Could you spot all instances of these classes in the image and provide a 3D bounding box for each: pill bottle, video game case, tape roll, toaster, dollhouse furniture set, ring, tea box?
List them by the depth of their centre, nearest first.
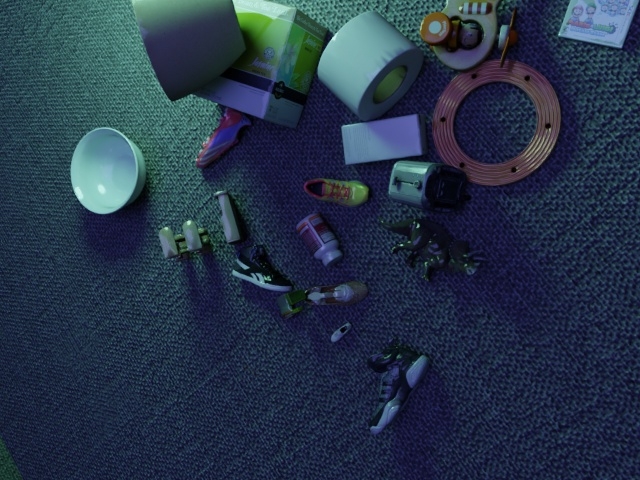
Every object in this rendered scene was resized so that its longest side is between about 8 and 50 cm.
[{"bbox_3d":[0.698,-0.565,1.586,0.157,0.019,0.143,21,100,24],"label":"video game case"},{"bbox_3d":[0.467,-0.313,1.697,0.337,0.032,0.336,0,90,26],"label":"ring"},{"bbox_3d":[0.288,-0.146,1.699,0.146,0.227,0.129,17,101,42],"label":"toaster"},{"bbox_3d":[0.136,-0.473,1.732,0.169,0.246,0.246,47,109,16],"label":"tape roll"},{"bbox_3d":[0.000,0.000,1.894,0.086,0.086,0.152,-39,75,21],"label":"pill bottle"},{"bbox_3d":[-0.205,-0.548,1.906,0.329,0.220,0.323,24,102,23],"label":"tea box"},{"bbox_3d":[-0.105,0.196,1.931,0.152,0.059,0.076,-35,77,52],"label":"dollhouse furniture set"},{"bbox_3d":[-0.386,-0.043,2.016,0.242,0.212,0.160,-16,85,-2],"label":"dollhouse furniture set"}]

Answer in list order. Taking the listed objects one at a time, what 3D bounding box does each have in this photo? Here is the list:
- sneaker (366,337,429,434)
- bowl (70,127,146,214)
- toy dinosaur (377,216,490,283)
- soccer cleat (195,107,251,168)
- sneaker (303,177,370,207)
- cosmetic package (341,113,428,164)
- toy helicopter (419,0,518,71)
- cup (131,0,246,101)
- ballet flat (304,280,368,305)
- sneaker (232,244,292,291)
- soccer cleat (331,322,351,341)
[{"bbox_3d":[0.186,0.410,1.812,0.153,0.101,0.268,34,99,21],"label":"sneaker"},{"bbox_3d":[-0.709,-0.235,2.200,0.298,0.134,0.297,0,91,25],"label":"bowl"},{"bbox_3d":[0.300,0.016,1.755,0.313,0.121,0.160,42,96,23],"label":"toy dinosaur"},{"bbox_3d":[-0.319,-0.316,2.047,0.095,0.083,0.248,30,118,-17],"label":"soccer cleat"},{"bbox_3d":[0.042,-0.142,1.867,0.209,0.094,0.081,6,92,24],"label":"sneaker"},{"bbox_3d":[0.182,-0.285,1.799,0.231,0.085,0.117,-3,98,24],"label":"cosmetic package"},{"bbox_3d":[0.442,-0.600,1.646,0.235,0.140,0.355,38,104,18],"label":"toy helicopter"},{"bbox_3d":[-0.336,-0.565,1.702,0.237,0.331,0.331,-16,84,-2],"label":"cup"},{"bbox_3d":[0.038,0.164,1.890,0.206,0.067,0.073,-12,85,25],"label":"ballet flat"},{"bbox_3d":[-0.178,0.078,1.984,0.217,0.079,0.121,16,99,26],"label":"sneaker"},{"bbox_3d":[0.059,0.276,1.900,0.083,0.036,0.029,-42,75,20],"label":"soccer cleat"}]
